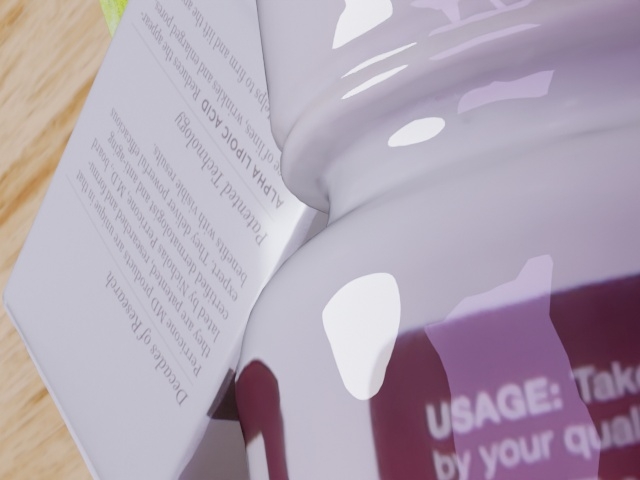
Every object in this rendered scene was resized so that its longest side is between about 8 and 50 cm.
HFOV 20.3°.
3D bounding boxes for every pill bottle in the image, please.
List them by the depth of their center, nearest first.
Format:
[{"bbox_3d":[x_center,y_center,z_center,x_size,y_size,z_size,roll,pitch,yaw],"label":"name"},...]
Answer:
[{"bbox_3d":[0.102,0.099,0.423,0.224,0.224,0.392,-24,70,50],"label":"pill bottle"}]

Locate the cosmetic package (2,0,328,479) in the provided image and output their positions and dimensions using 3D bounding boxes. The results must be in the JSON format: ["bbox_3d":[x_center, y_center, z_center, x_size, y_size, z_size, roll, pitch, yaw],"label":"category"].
[{"bbox_3d":[0.000,0.000,0.660,0.151,0.151,0.183,53,126,43],"label":"cosmetic package"}]

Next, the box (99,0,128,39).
[{"bbox_3d":[-0.051,-0.169,0.835,0.178,0.042,0.109,-33,72,47],"label":"box"}]
